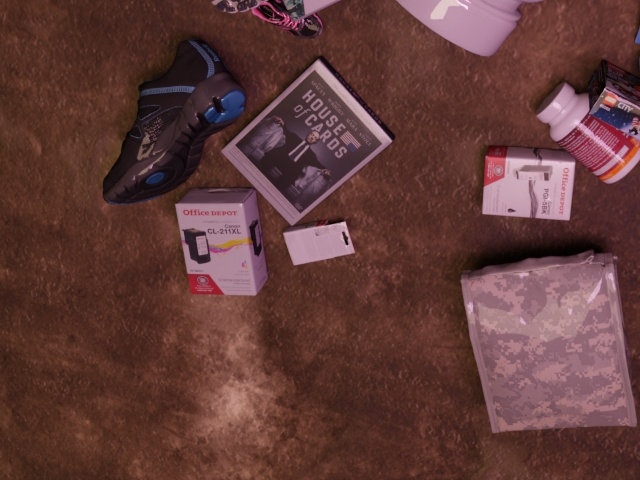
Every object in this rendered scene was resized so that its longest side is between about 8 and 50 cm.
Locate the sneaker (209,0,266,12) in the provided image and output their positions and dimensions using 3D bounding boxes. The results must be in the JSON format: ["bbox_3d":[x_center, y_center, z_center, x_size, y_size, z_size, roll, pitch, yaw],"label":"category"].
[{"bbox_3d":[-0.051,-0.426,1.277,0.275,0.110,0.107,-31,94,21],"label":"sneaker"}]

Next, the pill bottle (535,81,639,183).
[{"bbox_3d":[0.395,-0.161,1.289,0.152,0.086,0.086,38,118,-4],"label":"pill bottle"}]

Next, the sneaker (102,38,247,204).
[{"bbox_3d":[-0.259,-0.186,1.461,0.341,0.125,0.140,-40,72,29],"label":"sneaker"}]

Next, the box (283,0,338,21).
[{"bbox_3d":[-0.014,-0.467,1.109,0.232,0.058,0.322,-13,107,46],"label":"box"}]

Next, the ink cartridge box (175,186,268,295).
[{"bbox_3d":[-0.171,0.002,1.526,0.127,0.072,0.175,0,114,16],"label":"ink cartridge box"}]

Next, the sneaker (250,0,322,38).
[{"bbox_3d":[-0.055,-0.341,1.348,0.119,0.057,0.047,24,116,3],"label":"sneaker"}]

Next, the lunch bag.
[{"bbox_3d":[0.362,0.147,1.392,0.235,0.169,0.287,-7,116,18],"label":"lunch bag"}]

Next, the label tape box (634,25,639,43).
[{"bbox_3d":[0.557,-0.381,1.110,0.240,0.106,0.334,10,157,11],"label":"label tape box"}]

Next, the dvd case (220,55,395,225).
[{"bbox_3d":[-0.023,-0.158,1.438,0.238,0.029,0.179,-39,99,27],"label":"dvd case"}]

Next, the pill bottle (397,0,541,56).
[{"bbox_3d":[0.261,-0.450,1.117,0.224,0.224,0.392,34,118,-1],"label":"pill bottle"}]

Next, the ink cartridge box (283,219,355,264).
[{"bbox_3d":[0.000,0.000,1.503,0.115,0.029,0.063,-11,110,19],"label":"ink cartridge box"}]

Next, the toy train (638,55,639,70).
[{"bbox_3d":[0.536,-0.232,1.208,0.184,0.080,0.105,18,146,-13],"label":"toy train"}]

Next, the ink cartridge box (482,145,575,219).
[{"bbox_3d":[0.323,-0.089,1.357,0.135,0.056,0.099,4,114,14],"label":"ink cartridge box"}]

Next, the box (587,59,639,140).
[{"bbox_3d":[0.486,-0.163,1.221,0.233,0.159,0.044,28,120,2],"label":"box"}]
